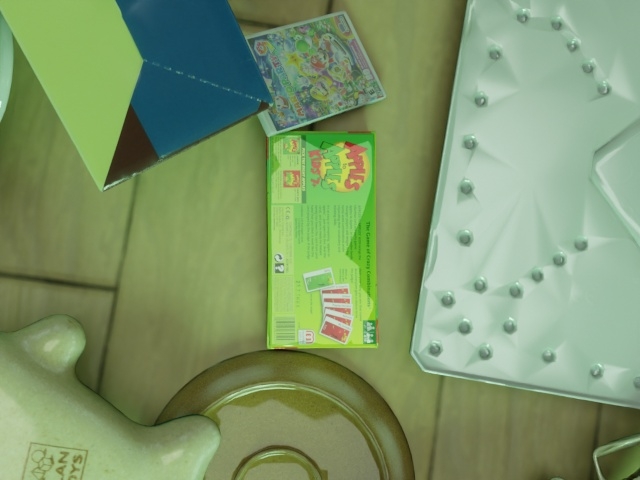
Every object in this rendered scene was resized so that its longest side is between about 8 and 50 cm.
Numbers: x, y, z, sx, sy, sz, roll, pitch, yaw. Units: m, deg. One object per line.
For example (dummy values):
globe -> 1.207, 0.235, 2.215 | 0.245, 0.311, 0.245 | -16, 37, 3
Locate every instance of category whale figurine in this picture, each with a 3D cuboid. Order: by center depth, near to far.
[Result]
whale figurine -> -0.221, 0.163, 0.738 | 0.272, 0.141, 0.216 | 11, 86, -15

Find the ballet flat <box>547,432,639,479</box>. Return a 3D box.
ballet flat -> 0.232, 0.213, 0.778 | 0.241, 0.091, 0.077 | -33, 76, 5

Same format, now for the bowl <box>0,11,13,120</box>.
bowl -> -0.326, -0.141, 0.715 | 0.134, 0.298, 0.297 | -3, 84, -47

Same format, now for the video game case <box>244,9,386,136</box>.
video game case -> -0.011, -0.143, 0.806 | 0.122, 0.011, 0.087 | -22, 84, -30

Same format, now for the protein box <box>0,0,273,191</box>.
protein box -> -0.153, -0.171, 0.700 | 0.136, 0.201, 0.199 | -28, 111, -7

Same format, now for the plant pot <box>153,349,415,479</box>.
plant pot -> -0.035, 0.209, 0.791 | 0.237, 0.032, 0.236 | 0, 85, -5

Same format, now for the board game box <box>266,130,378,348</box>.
board game box -> 0.000, 0.000, 0.805 | 0.092, 0.043, 0.181 | 0, 86, -5

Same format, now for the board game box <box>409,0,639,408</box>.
board game box -> 0.294, -0.050, 0.827 | 0.390, 0.050, 0.389 | 10, 84, -4
